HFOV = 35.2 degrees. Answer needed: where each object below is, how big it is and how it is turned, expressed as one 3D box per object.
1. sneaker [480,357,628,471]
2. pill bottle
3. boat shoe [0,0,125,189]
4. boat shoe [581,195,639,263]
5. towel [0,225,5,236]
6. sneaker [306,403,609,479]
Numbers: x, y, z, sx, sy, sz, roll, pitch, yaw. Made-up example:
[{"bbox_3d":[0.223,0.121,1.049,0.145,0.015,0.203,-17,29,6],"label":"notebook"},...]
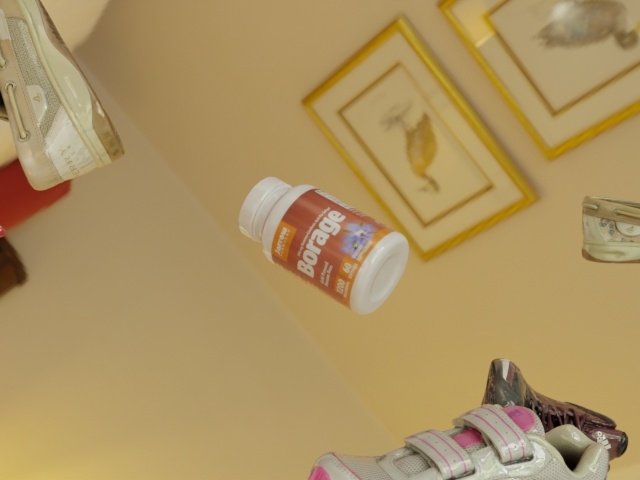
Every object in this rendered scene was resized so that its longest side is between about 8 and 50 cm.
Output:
[{"bbox_3d":[0.256,0.199,1.098,0.281,0.163,0.106,38,66,-76],"label":"sneaker"},{"bbox_3d":[0.000,0.000,1.356,0.121,0.216,0.121,-44,151,-33],"label":"pill bottle"},{"bbox_3d":[-0.286,-0.164,0.964,0.098,0.302,0.109,-31,145,-7],"label":"boat shoe"},{"bbox_3d":[0.481,-0.020,1.302,0.285,0.089,0.104,-3,-174,19],"label":"boat shoe"},{"bbox_3d":[-0.575,-0.110,1.408,0.031,0.199,0.275,-53,147,-11],"label":"towel"},{"bbox_3d":[0.104,0.165,0.717,0.103,0.252,0.111,33,-72,55],"label":"sneaker"}]
